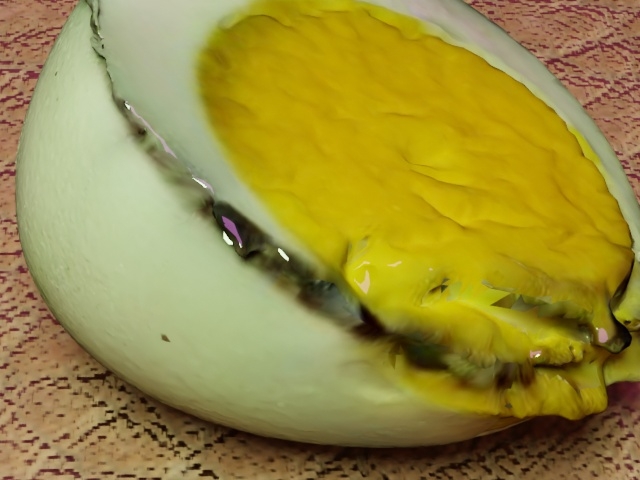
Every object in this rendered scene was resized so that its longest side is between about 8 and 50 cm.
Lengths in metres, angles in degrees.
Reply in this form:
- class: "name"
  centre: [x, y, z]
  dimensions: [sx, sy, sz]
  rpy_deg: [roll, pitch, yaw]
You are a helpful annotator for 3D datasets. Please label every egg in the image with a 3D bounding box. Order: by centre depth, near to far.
- class: "egg"
  centre: [-0.001, -0.003, 0.829]
  dimensions: [0.286, 0.174, 0.264]
  rpy_deg: [21, 38, -16]
